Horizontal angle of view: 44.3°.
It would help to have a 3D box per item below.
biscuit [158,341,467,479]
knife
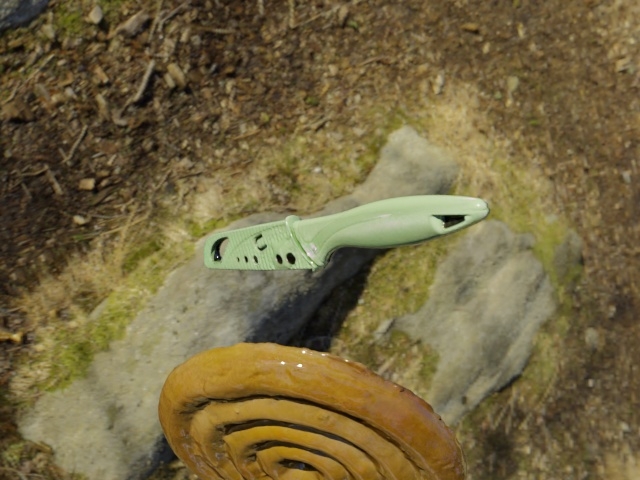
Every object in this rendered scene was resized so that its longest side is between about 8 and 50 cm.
[{"bbox_3d":[-0.012,0.173,0.630,0.262,0.262,0.037,46,43,-25],"label":"biscuit"},{"bbox_3d":[-0.002,0.001,0.542,0.020,0.293,0.043,-23,101,-39],"label":"knife"}]
